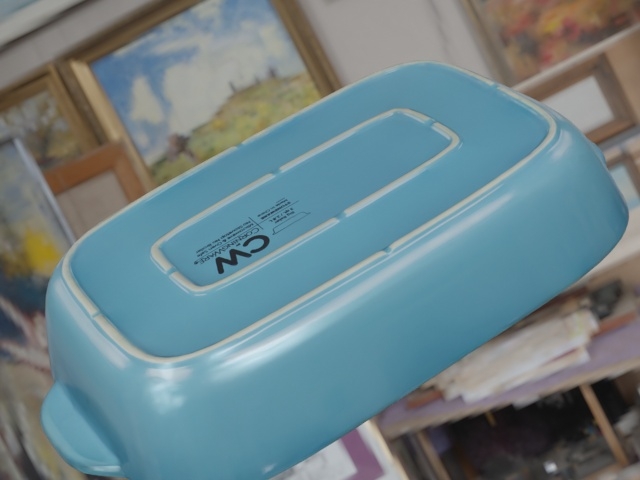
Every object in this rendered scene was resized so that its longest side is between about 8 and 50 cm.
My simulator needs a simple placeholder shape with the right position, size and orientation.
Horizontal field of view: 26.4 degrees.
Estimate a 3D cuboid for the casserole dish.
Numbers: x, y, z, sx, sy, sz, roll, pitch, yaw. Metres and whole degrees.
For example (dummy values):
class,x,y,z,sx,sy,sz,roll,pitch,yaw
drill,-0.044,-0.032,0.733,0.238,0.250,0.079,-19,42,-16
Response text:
class,x,y,z,sx,sy,sz,roll,pitch,yaw
casserole dish,0.000,0.000,0.396,0.188,0.037,0.114,-31,36,-17
